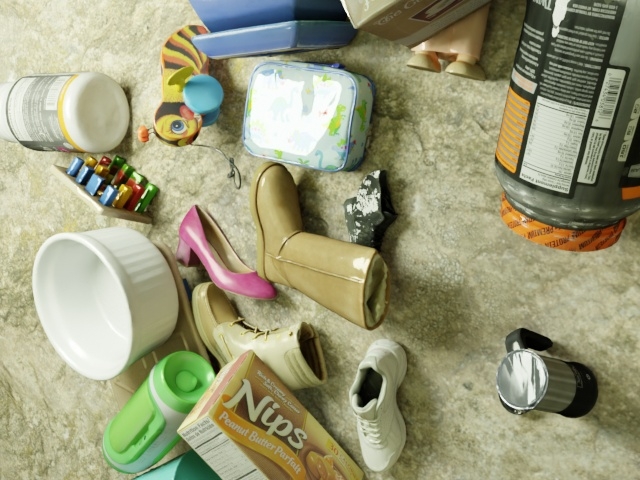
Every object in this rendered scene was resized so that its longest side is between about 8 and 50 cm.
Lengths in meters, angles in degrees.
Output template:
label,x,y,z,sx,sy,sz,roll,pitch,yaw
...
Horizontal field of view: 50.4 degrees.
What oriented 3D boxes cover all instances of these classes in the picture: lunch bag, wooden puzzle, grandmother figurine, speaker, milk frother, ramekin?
label,x,y,z,sx,sy,sz,roll,pitch,yaw
lunch bag,-0.019,-0.213,1.149,0.219,0.090,0.176,15,105,27
wooden puzzle,-0.342,0.194,1.392,0.322,0.080,0.347,-22,91,38
grandmother figurine,0.206,-0.419,0.990,0.208,0.104,0.342,14,101,8
speaker,-0.307,0.328,1.278,0.131,0.131,0.296,52,127,14
milk frother,0.301,0.216,1.000,0.143,0.135,0.129,-54,40,22
ramekin,-0.394,0.106,1.265,0.277,0.135,0.277,11,110,32

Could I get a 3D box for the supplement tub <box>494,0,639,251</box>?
label,x,y,z,sx,sy,sz,roll,pitch,yaw
supplement tub,0.339,-0.169,0.855,0.207,0.207,0.338,21,125,26

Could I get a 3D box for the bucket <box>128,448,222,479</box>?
label,x,y,z,sx,sy,sz,roll,pitch,yaw
bucket,-0.255,0.545,1.296,0.183,0.281,0.281,-34,80,21

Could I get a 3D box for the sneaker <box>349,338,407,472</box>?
label,x,y,z,sx,sy,sz,roll,pitch,yaw
sneaker,0.085,0.288,1.147,0.090,0.115,0.232,3,99,30

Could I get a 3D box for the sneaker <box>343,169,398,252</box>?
label,x,y,z,sx,sy,sz,roll,pitch,yaw
sneaker,0.091,-0.026,1.135,0.089,0.051,0.170,-17,85,35

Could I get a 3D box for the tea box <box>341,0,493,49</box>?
label,x,y,z,sx,sy,sz,roll,pitch,yaw
tea box,0.151,-0.465,0.833,0.329,0.220,0.323,-25,86,27

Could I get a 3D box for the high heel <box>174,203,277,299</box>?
label,x,y,z,sx,sy,sz,roll,pitch,yaw
high heel,-0.171,0.023,1.287,0.244,0.082,0.117,26,104,31

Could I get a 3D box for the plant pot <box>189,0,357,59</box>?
label,x,y,z,sx,sy,sz,roll,pitch,yaw
plant pot,-0.073,-0.403,1.077,0.236,0.236,0.212,2,105,30

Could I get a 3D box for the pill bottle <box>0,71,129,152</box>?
label,x,y,z,sx,sy,sz,roll,pitch,yaw
pill bottle,-0.547,-0.264,1.405,0.278,0.162,0.162,6,100,30

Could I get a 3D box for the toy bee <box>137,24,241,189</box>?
label,x,y,z,sx,sy,sz,roll,pitch,yaw
toy bee,-0.253,-0.240,1.220,0.195,0.162,0.298,106,149,-58

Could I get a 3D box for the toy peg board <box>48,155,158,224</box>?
label,x,y,z,sx,sy,sz,roll,pitch,yaw
toy peg board,-0.421,-0.117,1.364,0.161,0.161,0.079,37,98,20

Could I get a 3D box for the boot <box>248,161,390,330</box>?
label,x,y,z,sx,sy,sz,roll,pitch,yaw
boot,0.000,0.000,1.133,0.269,0.089,0.236,18,120,46

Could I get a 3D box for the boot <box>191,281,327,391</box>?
label,x,y,z,sx,sy,sz,roll,pitch,yaw
boot,-0.113,0.172,1.256,0.203,0.095,0.262,-26,85,30

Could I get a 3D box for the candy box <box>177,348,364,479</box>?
label,x,y,z,sx,sy,sz,roll,pitch,yaw
candy box,-0.074,0.363,1.158,0.087,0.183,0.316,-37,99,28
